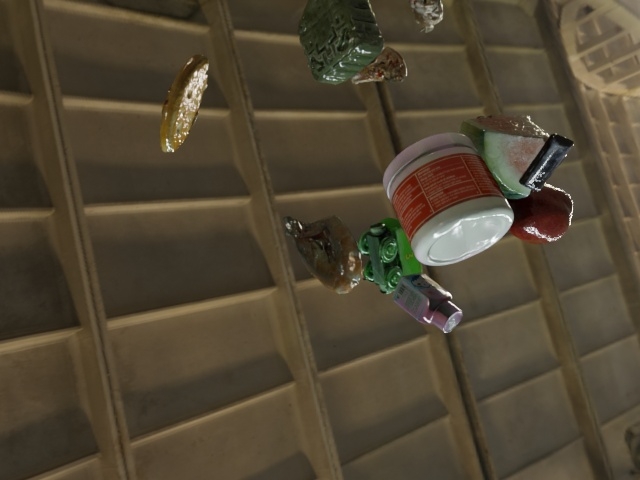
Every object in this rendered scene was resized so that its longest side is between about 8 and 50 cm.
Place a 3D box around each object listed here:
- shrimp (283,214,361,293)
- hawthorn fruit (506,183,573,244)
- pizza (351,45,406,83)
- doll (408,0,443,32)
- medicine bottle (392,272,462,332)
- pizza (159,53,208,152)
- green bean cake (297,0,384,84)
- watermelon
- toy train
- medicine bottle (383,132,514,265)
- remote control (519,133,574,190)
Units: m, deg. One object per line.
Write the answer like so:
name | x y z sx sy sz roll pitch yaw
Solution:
shrimp | 0.000 0.000 1.326 0.062 0.164 0.317 2 -149 -39
hawthorn fruit | 0.621 -0.086 1.629 0.251 0.189 0.189 15 -118 -19
pizza | 0.194 -0.595 1.914 0.052 0.195 0.185 64 -176 -53
doll | 0.393 -0.840 2.021 0.115 0.105 0.221 -56 -32 -7
medicine bottle | 0.319 0.182 1.618 0.119 0.094 0.188 -4 -147 -43
pizza | -0.331 -0.327 1.305 0.127 0.058 0.246 -12 -59 -77
green bean cake | 0.045 -0.567 1.512 0.125 0.223 0.227 -7 -103 -39
watermelon | 0.498 -0.241 1.510 0.310 0.232 0.193 56 -165 -30
toy train | 0.229 0.044 1.790 0.188 0.132 0.243 -28 -63 -31
medicine bottle | 0.311 -0.096 1.365 0.253 0.252 0.240 10 -129 -43
remote control | 0.338 -0.114 0.829 0.039 0.096 0.014 22 -139 -3
